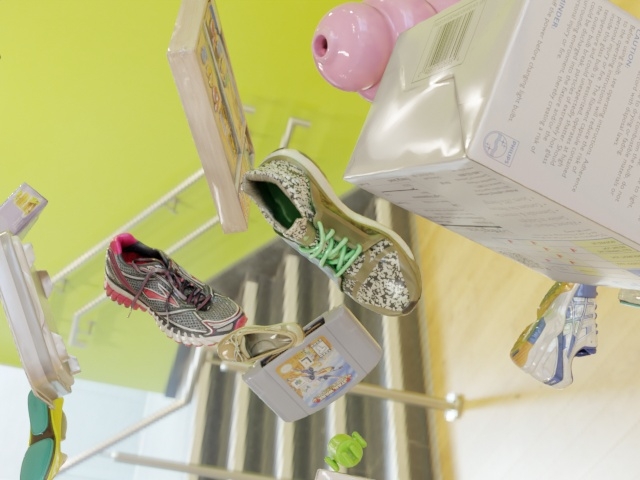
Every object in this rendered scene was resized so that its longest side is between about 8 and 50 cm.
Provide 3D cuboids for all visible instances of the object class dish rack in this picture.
[{"bbox_3d":[-0.476,0.131,1.478,0.333,0.072,0.285,124,127,-72],"label":"dish rack"}]

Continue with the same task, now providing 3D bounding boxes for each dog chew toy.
[{"bbox_3d":[0.125,-0.296,1.360,0.206,0.332,0.206,10,104,49],"label":"dog chew toy"}]

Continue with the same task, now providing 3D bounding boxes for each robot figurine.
[{"bbox_3d":[0.057,0.493,2.069,0.101,0.067,0.115,-41,12,-14],"label":"robot figurine"}]

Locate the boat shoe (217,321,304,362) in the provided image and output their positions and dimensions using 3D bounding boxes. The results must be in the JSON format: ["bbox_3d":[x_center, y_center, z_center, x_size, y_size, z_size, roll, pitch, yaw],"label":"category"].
[{"bbox_3d":[-0.102,0.164,1.398,0.048,0.153,0.056,-19,-82,-69],"label":"boat shoe"}]

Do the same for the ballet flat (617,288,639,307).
[{"bbox_3d":[0.602,0.106,1.530,0.168,0.057,0.052,18,88,35],"label":"ballet flat"}]

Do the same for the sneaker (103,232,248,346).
[{"bbox_3d":[-0.266,0.090,1.561,0.121,0.299,0.112,-46,-27,-49],"label":"sneaker"}]

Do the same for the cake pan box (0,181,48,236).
[{"bbox_3d":[-0.663,0.026,1.736,0.246,0.070,0.267,-53,12,-31],"label":"cake pan box"}]

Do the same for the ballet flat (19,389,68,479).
[{"bbox_3d":[-0.503,0.375,1.628,0.077,0.077,0.231,-24,51,17],"label":"ballet flat"}]

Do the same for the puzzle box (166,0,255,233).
[{"bbox_3d":[-0.199,-0.251,1.694,0.272,0.052,0.409,-89,-11,-49],"label":"puzzle box"}]

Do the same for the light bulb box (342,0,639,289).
[{"bbox_3d":[0.275,-0.107,1.051,0.225,0.361,0.358,-68,18,-6],"label":"light bulb box"}]

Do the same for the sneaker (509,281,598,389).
[{"bbox_3d":[0.491,0.163,1.721,0.296,0.131,0.112,-50,-4,-23],"label":"sneaker"}]

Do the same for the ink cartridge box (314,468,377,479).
[{"bbox_3d":[0.091,0.536,1.756,0.278,0.201,0.117,68,-146,-73],"label":"ink cartridge box"}]

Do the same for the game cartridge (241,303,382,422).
[{"bbox_3d":[-0.011,0.298,2.069,0.297,0.198,0.062,-36,24,7],"label":"game cartridge"}]

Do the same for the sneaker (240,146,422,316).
[{"bbox_3d":[0.000,0.000,1.589,0.158,0.410,0.182,-55,-16,24],"label":"sneaker"}]
